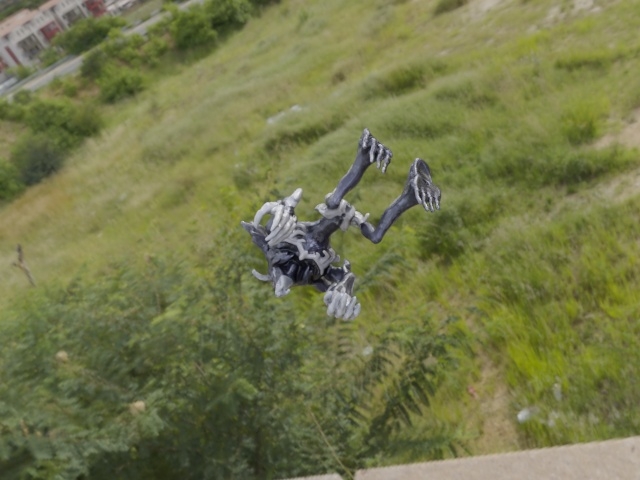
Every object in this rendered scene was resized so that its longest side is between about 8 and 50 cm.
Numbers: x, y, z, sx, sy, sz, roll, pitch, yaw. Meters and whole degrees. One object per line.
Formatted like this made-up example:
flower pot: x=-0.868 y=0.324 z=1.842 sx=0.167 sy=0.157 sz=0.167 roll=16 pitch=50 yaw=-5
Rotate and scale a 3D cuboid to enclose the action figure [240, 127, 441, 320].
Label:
action figure: x=0.000 y=0.000 z=0.761 sx=0.275 sy=0.164 sz=0.141 roll=-45 pitch=10 yaw=34
